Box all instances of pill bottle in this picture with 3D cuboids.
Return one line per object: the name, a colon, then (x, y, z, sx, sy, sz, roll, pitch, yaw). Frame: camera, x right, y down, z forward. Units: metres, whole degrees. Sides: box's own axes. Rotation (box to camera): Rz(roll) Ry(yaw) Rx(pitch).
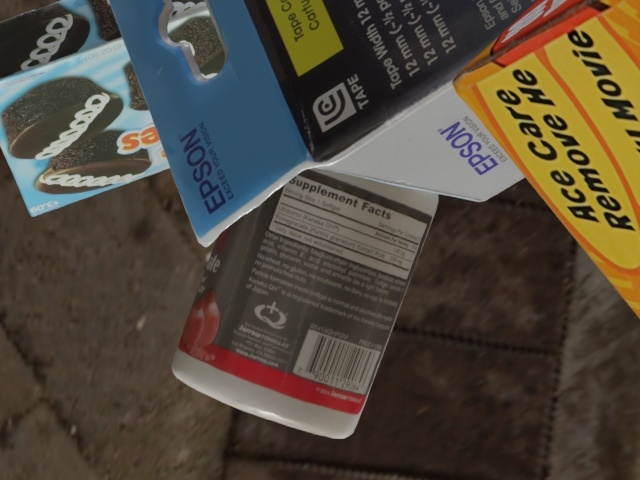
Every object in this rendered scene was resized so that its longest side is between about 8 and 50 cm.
pill bottle: (0.000, 0.000, 1.701, 0.176, 0.176, 0.318, 20, 90, -4)

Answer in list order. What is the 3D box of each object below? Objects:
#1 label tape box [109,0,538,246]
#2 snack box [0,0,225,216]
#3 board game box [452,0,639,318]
label tape box: (0.068, -0.162, 0.973, 0.348, 0.115, 0.249, -32, 55, 15)
snack box: (-0.102, -0.139, 1.504, 0.322, 0.187, 0.060, -20, 60, -6)
board game box: (0.337, -0.056, 0.514, 0.356, 0.356, 0.356, 50, 60, -7)
